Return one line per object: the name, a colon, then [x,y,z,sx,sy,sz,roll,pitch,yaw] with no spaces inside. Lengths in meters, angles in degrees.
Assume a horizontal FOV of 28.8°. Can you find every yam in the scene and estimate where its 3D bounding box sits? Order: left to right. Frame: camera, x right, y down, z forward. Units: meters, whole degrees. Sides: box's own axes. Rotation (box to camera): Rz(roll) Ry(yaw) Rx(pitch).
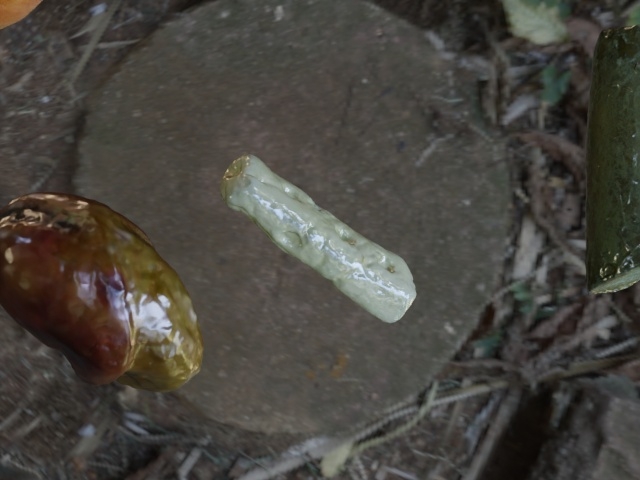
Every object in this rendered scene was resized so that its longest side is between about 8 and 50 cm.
yam: [0.113,-0.028,0.433,0.043,0.043,0.094,6,81,-23]

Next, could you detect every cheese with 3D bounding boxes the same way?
cheese: [0.000,0.000,1.017,0.194,0.065,0.043,36,119,-23]

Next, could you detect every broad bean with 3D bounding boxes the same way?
broad bean: [-0.199,0.055,1.101,0.228,0.156,0.122,54,37,-26]

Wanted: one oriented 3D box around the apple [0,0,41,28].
apple: [-0.225,-0.224,0.802,0.199,0.199,0.199,-1,93,-23]
